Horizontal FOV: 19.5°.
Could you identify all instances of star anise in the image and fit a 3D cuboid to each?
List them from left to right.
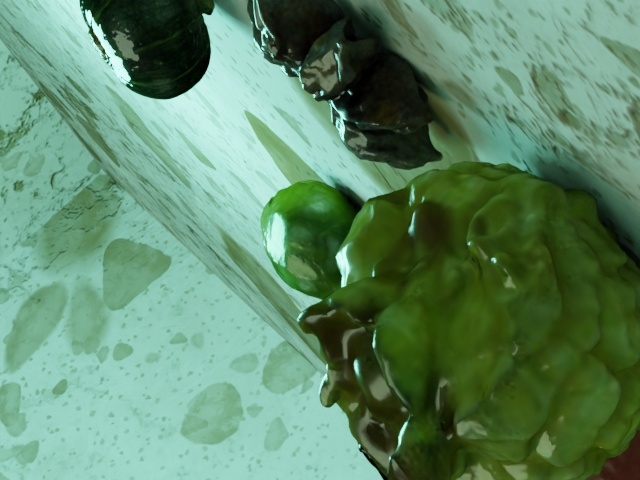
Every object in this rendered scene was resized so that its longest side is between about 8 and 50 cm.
[{"bbox_3d":[0.016,-0.134,1.474,0.212,0.073,0.197,45,174,1],"label":"star anise"}]

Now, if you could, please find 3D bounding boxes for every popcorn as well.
[{"bbox_3d":[0.121,0.067,1.351,0.257,0.270,0.224,-11,141,26],"label":"popcorn"}]

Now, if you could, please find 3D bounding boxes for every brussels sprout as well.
[{"bbox_3d":[-0.003,0.002,2.073,0.155,0.117,0.155,36,168,9],"label":"brussels sprout"}]

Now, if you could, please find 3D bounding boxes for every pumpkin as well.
[{"bbox_3d":[-0.170,-0.220,1.836,0.167,0.125,0.167,46,170,11],"label":"pumpkin"}]

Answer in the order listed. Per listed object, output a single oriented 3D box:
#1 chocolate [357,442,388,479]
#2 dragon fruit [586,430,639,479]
[{"bbox_3d":[0.164,0.170,1.734,0.177,0.206,0.224,25,155,53],"label":"chocolate"},{"bbox_3d":[0.279,0.247,1.396,0.286,0.228,0.329,53,172,-26],"label":"dragon fruit"}]
